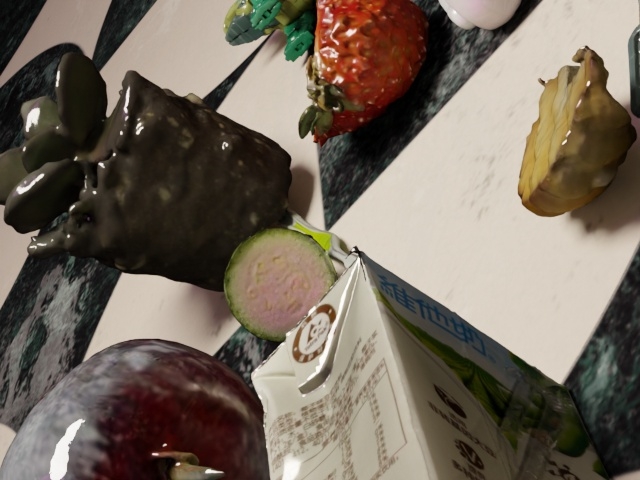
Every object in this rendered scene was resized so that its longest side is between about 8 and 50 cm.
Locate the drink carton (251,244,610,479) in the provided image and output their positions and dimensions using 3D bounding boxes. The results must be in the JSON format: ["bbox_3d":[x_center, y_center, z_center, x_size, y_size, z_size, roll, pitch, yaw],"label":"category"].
[{"bbox_3d":[0.079,0.168,1.044,0.132,0.194,0.324,-48,24,17],"label":"drink carton"}]

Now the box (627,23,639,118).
[{"bbox_3d":[0.258,-0.122,1.232,0.074,0.054,0.099,-42,27,38],"label":"box"}]

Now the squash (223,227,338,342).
[{"bbox_3d":[-0.051,0.043,1.619,0.105,0.105,0.132,-63,12,-11],"label":"squash"}]

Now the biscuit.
[{"bbox_3d":[0.185,-0.071,1.280,0.183,0.061,0.118,-153,79,-86],"label":"biscuit"}]

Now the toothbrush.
[{"bbox_3d":[0.000,0.000,1.639,0.022,0.026,0.263,-67,22,4],"label":"toothbrush"}]

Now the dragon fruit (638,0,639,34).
[{"bbox_3d":[0.279,-0.158,1.044,0.221,0.204,0.283,-48,24,25],"label":"dragon fruit"}]

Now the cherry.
[{"bbox_3d":[-0.153,0.209,1.446,0.296,0.218,0.255,-43,24,57],"label":"cherry"}]

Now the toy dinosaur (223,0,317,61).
[{"bbox_3d":[-0.010,-0.302,1.984,0.259,0.094,0.153,-43,29,13],"label":"toy dinosaur"}]

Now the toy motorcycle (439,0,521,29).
[{"bbox_3d":[0.121,-0.280,1.640,0.112,0.112,0.254,-47,28,24],"label":"toy motorcycle"}]

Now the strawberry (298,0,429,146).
[{"bbox_3d":[0.050,-0.185,1.697,0.175,0.107,0.236,92,-172,-48],"label":"strawberry"}]

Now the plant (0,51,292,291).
[{"bbox_3d":[-0.179,-0.063,1.748,0.199,0.276,0.188,-68,23,6],"label":"plant"}]
